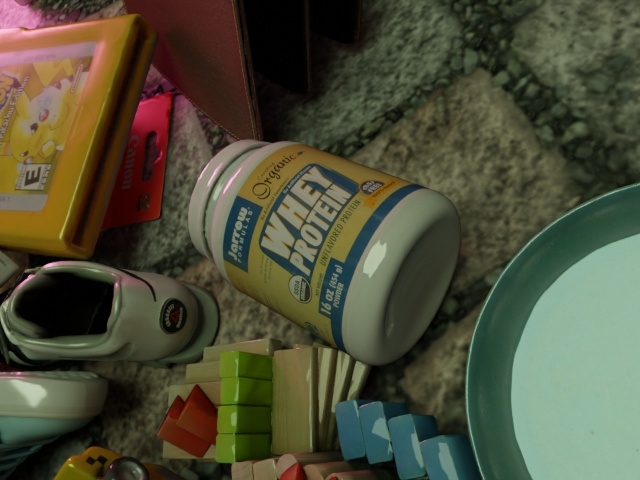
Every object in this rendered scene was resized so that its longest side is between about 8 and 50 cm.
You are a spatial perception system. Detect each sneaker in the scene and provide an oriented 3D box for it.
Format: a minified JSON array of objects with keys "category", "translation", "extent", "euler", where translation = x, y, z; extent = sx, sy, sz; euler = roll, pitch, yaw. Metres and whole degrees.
[{"category":"sneaker","translation":[-0.359,0.224,0.578],"extent":[0.365,0.135,0.150],"euler":[-17,73,28]},{"category":"sneaker","translation":[-0.283,0.071,0.580],"extent":[0.330,0.146,0.123],"euler":[-8,69,25]}]

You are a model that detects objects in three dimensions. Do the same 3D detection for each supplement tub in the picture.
[{"category":"supplement tub","translation":[0.000,0.000,0.466],"extent":[0.199,0.144,0.145],"euler":[25,83,31]}]

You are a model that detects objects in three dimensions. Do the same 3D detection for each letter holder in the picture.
[{"category":"letter holder","translation":[-0.105,-0.269,0.635],"extent":[0.151,0.215,0.302],"euler":[-30,53,-24]}]

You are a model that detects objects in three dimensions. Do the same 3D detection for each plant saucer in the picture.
[{"category":"plant saucer","translation":[0.259,0.108,0.360],"extent":[0.317,0.043,0.318],"euler":[-10,67,23]}]

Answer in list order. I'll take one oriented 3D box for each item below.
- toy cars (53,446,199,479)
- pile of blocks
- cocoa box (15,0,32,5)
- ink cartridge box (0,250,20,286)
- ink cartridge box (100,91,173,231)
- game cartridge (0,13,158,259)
[{"category":"toy cars","translation":[-0.239,0.250,0.479],"extent":[0.392,0.087,0.177],"euler":[-5,102,7]},{"category":"pile of blocks","translation":[-0.002,0.154,0.398],"extent":[0.361,0.112,0.149],"euler":[16,84,37]},{"category":"cocoa box","translation":[-0.518,-0.626,0.907],"extent":[0.231,0.228,0.347],"euler":[-28,61,14]},{"category":"ink cartridge box","translation":[-0.435,0.087,0.562],"extent":[0.148,0.086,0.203],"euler":[-25,25,40]},{"category":"ink cartridge box","translation":[-0.307,-0.100,0.709],"extent":[0.232,0.066,0.189],"euler":[-12,66,26]},{"category":"game cartridge","translation":[-0.367,-0.129,0.661],"extent":[0.323,0.052,0.286],"euler":[4,74,23]}]
